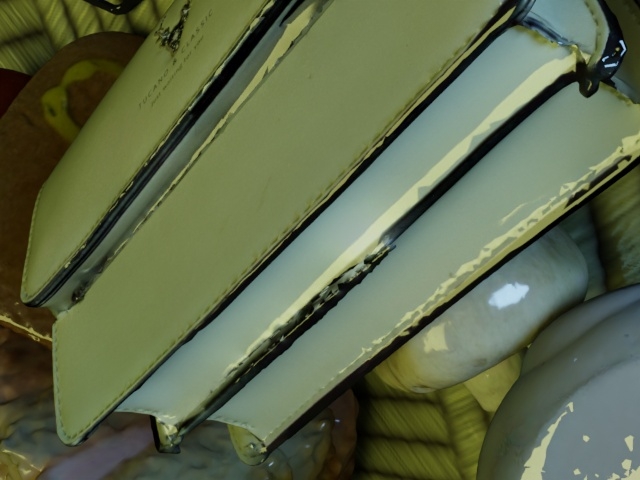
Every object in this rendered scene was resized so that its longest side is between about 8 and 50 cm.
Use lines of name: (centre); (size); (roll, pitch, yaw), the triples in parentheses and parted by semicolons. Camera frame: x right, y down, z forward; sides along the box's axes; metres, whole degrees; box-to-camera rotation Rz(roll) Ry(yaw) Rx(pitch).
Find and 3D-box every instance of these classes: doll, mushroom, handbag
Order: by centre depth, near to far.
handbag: (-0.019, -0.062, 0.506); (0.358, 0.160, 0.236); (-44, 45, 30)
doll: (0.201, 0.131, 0.517); (0.251, 0.221, 0.221); (-42, 83, 19)
mushroom: (0.097, 0.046, 0.571); (0.154, 0.154, 0.122); (-21, 96, 47)

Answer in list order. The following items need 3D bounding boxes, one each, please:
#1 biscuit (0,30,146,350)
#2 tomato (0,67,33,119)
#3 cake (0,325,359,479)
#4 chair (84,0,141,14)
biscuit: (-0.132, -0.025, 0.711); (0.277, 0.262, 0.052); (25, 162, 2)
tomato: (-0.265, -0.064, 0.834); (0.200, 0.140, 0.233); (61, 180, 31)
cake: (-0.151, 0.223, 0.813); (0.307, 0.293, 0.314); (29, 127, 31)
chair: (-0.229, -0.277, 0.736); (0.213, 0.101, 0.084); (22, 141, -18)
